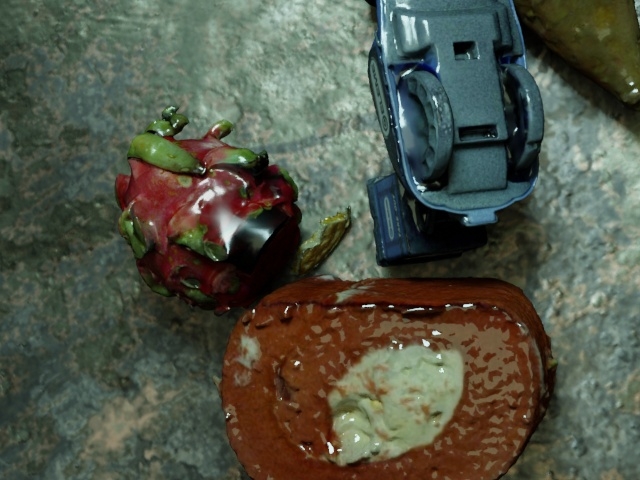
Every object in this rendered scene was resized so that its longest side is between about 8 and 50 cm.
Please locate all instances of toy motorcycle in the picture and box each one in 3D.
[{"bbox_3d":[0.082,-0.166,0.951,0.125,0.212,0.359,-6,84,-17],"label":"toy motorcycle"}]

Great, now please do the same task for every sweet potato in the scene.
[{"bbox_3d":[0.197,-0.261,0.969,0.131,0.131,0.337,-35,79,9],"label":"sweet potato"}]

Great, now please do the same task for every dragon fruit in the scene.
[{"bbox_3d":[-0.104,-0.032,1.013,0.172,0.160,0.166,33,117,15],"label":"dragon fruit"}]

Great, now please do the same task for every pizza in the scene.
[{"bbox_3d":[0.000,0.000,1.040,0.016,0.037,0.083,41,93,29],"label":"pizza"}]

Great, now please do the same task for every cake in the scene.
[{"bbox_3d":[0.055,0.124,0.961,0.283,0.151,0.177,-1,97,14],"label":"cake"}]
